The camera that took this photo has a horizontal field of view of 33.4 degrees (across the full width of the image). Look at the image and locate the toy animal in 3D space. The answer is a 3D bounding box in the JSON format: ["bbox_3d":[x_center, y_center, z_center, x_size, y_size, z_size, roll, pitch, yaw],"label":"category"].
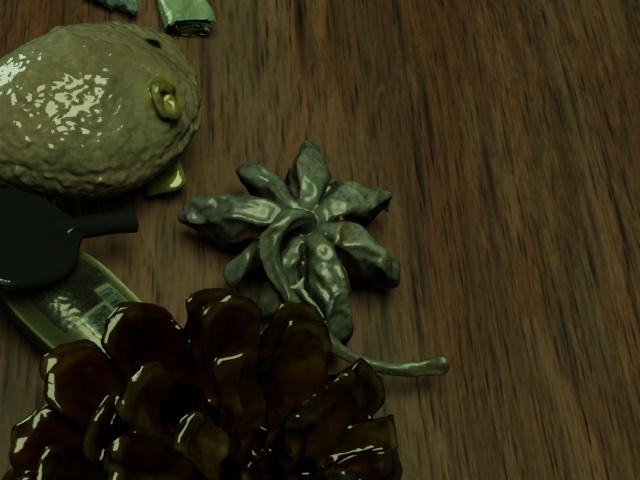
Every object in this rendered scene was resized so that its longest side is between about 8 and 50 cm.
[{"bbox_3d":[-0.288,-0.157,1.325,0.358,0.188,0.226,-31,64,-31],"label":"toy animal"}]

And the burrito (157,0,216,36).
[{"bbox_3d":[-0.203,-0.353,1.563,0.074,0.044,0.118,-11,64,-19],"label":"burrito"}]

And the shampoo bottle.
[{"bbox_3d":[-0.312,0.057,1.244,0.350,0.084,0.125,40,52,12],"label":"shampoo bottle"}]

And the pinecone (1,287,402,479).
[{"bbox_3d":[-0.098,0.224,1.024,0.397,0.398,0.398,7,56,-11],"label":"pinecone"}]

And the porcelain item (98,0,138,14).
[{"bbox_3d":[-0.300,-0.347,1.539,0.083,0.036,0.028,20,86,3],"label":"porcelain item"}]

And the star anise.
[{"bbox_3d":[0.000,0.000,1.338,0.359,0.139,0.316,12,62,-9],"label":"star anise"}]

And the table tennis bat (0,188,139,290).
[{"bbox_3d":[-0.316,-0.009,1.225,0.236,0.027,0.150,-10,53,-39],"label":"table tennis bat"}]
